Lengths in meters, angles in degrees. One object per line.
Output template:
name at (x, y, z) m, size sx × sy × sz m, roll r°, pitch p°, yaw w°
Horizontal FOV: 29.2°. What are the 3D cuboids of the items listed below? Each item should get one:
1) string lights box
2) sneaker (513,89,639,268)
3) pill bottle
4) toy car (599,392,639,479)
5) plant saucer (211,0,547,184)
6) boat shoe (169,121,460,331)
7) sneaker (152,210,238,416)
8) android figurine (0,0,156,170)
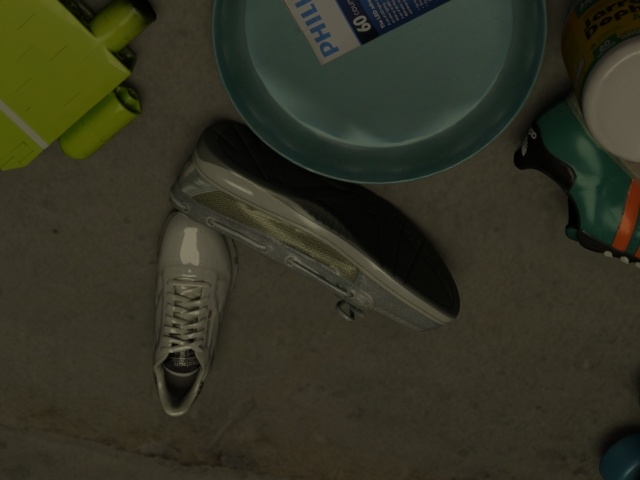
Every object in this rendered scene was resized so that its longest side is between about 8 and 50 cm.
string lights box at (0.083, -0.273, 1.065) m, size 0.260 × 0.077 × 0.133 m, roll -24°, pitch 117°, yaw 16°
sneaker at (0.319, -0.023, 1.244) m, size 0.121 × 0.108 × 0.302 m, roll -38°, pitch 104°, yaw 23°
pill bottle at (0.278, -0.164, 1.094) m, size 0.118 × 0.208 × 0.117 m, roll 1°, pitch 122°, yaw 2°
toy car at (0.487, 0.270, 1.386) m, size 0.238 × 0.219 × 0.210 m, roll 0°, pitch 125°, yaw -32°
plant saucer at (0.056, -0.202, 1.179) m, size 0.318 × 0.043 × 0.317 m, roll 1°, pitch 121°, yaw 2°
boat shoe at (-0.002, 0.001, 1.267) m, size 0.320 × 0.118 × 0.103 m, roll 30°, pitch 124°, yaw -10°
sneaker at (-0.141, 0.078, 1.327) m, size 0.090 × 0.095 × 0.235 m, roll 6°, pitch 120°, yaw 1°
android figurine at (-0.298, -0.178, 1.201) m, size 0.273 × 0.056 × 0.248 m, roll -38°, pitch 113°, yaw 22°
